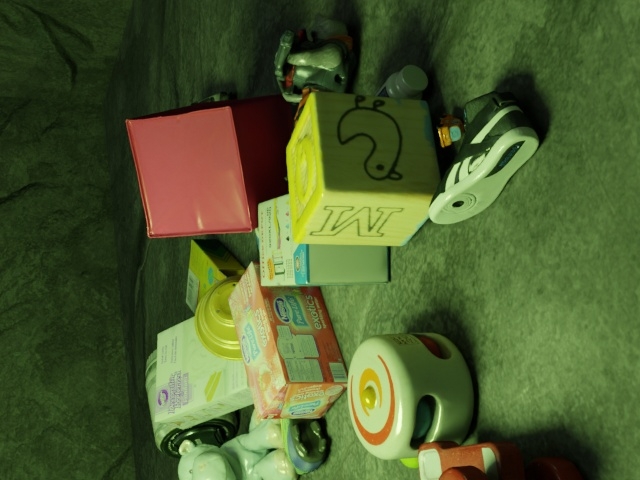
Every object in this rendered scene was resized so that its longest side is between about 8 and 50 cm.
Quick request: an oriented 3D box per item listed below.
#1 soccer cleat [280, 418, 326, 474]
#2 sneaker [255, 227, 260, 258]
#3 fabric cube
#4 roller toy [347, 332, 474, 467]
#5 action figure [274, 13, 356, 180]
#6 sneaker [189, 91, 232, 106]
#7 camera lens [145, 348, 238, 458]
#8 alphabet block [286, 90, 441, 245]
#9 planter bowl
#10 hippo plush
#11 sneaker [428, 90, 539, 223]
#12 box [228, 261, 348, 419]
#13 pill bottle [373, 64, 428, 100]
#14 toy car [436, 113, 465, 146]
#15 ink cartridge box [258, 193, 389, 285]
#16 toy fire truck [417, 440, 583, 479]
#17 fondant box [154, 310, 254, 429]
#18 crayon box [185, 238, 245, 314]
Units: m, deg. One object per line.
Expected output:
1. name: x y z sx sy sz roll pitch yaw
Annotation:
1. soccer cleat: -0.062 0.359 1.755 0.121 0.093 0.289 114 146 -46
2. sneaker: -0.103 0.033 1.897 0.152 0.058 0.085 53 159 28
3. fabric cube: -0.214 -0.160 1.730 0.259 0.258 0.254 -2 105 25
4. roller toy: 0.130 0.238 1.279 0.191 0.146 0.209 130 135 -53
5. action figure: 0.002 -0.277 1.630 0.341 0.178 0.330 -16 -66 -85
6. sneaker: -0.315 -0.352 2.299 0.271 0.108 0.100 -12 77 63
7. camera lens: -0.353 0.432 2.223 0.219 0.219 0.274 115 145 -42
8. alphabet block: 0.063 -0.110 1.333 0.193 0.197 0.192 121 146 -60
9. planter bowl: -0.188 0.156 1.861 0.090 0.217 0.217 80 177 -61
10. hippo plush: -0.202 0.486 1.878 0.294 0.236 0.234 -160 72 -64
11. sneaker: 0.223 -0.126 1.185 0.217 0.079 0.121 -48 43 44
12. box: -0.072 0.204 1.691 0.142 0.154 0.300 -55 42 39
13. pill bottle: 0.131 -0.241 1.384 0.120 0.067 0.067 134 131 -56
14. toy car: 0.209 -0.135 1.272 0.040 0.060 0.122 -5 105 22
15. ink cartridge box: 0.000 0.000 1.537 0.232 0.168 0.171 171 98 -66
16. toy fire truck: 0.216 0.410 1.070 0.254 0.169 0.302 141 126 -63
17. fondant box: -0.261 0.297 1.994 0.330 0.096 0.238 -27 53 35
18. crayon box: -0.283 0.137 2.246 0.318 0.081 0.202 -141 56 -60
